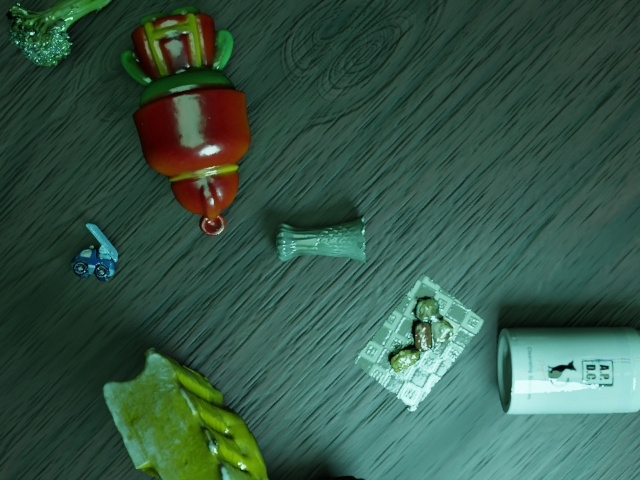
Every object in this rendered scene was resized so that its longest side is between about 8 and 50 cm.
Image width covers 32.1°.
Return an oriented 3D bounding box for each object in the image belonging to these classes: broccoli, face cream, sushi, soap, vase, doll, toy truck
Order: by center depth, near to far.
[{"bbox_3d":[-0.191,0.315,1.710,0.143,0.281,0.259,-35,68,-3],"label":"soap"},{"bbox_3d":[-0.202,-0.186,1.766,0.182,0.160,0.363,-12,95,-8],"label":"doll"},{"bbox_3d":[-0.402,-0.361,1.779,0.204,0.122,0.118,-38,73,-14],"label":"broccoli"},{"bbox_3d":[0.484,0.210,1.823,0.369,0.145,0.145,-2,94,-1],"label":"face cream"},{"bbox_3d":[0.000,0.000,1.830,0.148,0.081,0.081,-1,94,2],"label":"vase"},{"bbox_3d":[-0.371,0.019,1.834,0.073,0.056,0.090,9,81,-7],"label":"toy truck"},{"bbox_3d":[0.166,0.176,1.868,0.139,0.031,0.201,37,93,-4],"label":"sushi"}]

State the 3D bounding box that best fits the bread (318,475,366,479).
[{"bbox_3d":[-0.020,0.490,1.775,0.270,0.270,0.148,-25,103,0],"label":"bread"}]
